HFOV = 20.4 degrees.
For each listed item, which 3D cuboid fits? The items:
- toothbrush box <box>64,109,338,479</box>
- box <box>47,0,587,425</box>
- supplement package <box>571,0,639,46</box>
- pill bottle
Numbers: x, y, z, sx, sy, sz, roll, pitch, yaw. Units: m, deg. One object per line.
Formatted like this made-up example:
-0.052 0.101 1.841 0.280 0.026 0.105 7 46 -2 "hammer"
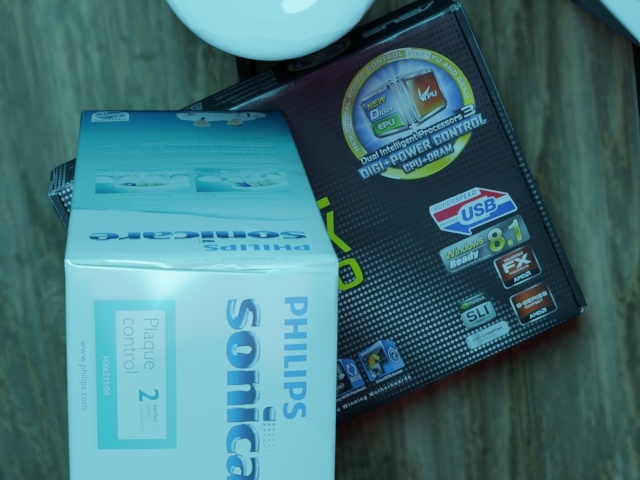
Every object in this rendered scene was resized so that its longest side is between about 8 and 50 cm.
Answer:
-0.066 0.067 0.926 0.126 0.295 0.216 -1 108 -7 "toothbrush box"
0.000 0.000 1.100 0.270 0.060 0.216 -24 109 1 "box"
0.127 -0.237 0.936 0.204 0.262 0.145 42 98 -18 "supplement package"
-0.037 -0.175 0.955 0.121 0.221 0.121 -2 107 -7 "pill bottle"
